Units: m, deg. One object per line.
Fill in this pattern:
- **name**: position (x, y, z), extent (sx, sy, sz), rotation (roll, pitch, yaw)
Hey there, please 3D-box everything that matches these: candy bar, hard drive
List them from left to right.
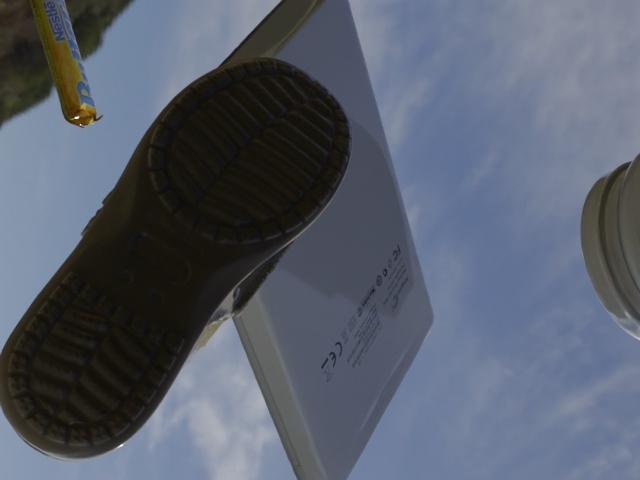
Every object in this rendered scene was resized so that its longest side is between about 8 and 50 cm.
- **candy bar**: position (-0.174, -0.150, 0.762), extent (0.040, 0.018, 0.162), rotation (-27, 101, -77)
- **hard drive**: position (0.000, 0.000, 0.835), extent (0.040, 0.308, 0.203), rotation (3, -141, 30)

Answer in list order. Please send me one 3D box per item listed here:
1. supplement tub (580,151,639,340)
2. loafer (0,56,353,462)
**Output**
- **supplement tub**: position (0.373, -0.021, 0.977), extent (0.272, 0.191, 0.191), rotation (-24, -125, 50)
- **loafer**: position (-0.079, 0.005, 0.621), extent (0.268, 0.102, 0.092), rotation (-51, -174, -33)
